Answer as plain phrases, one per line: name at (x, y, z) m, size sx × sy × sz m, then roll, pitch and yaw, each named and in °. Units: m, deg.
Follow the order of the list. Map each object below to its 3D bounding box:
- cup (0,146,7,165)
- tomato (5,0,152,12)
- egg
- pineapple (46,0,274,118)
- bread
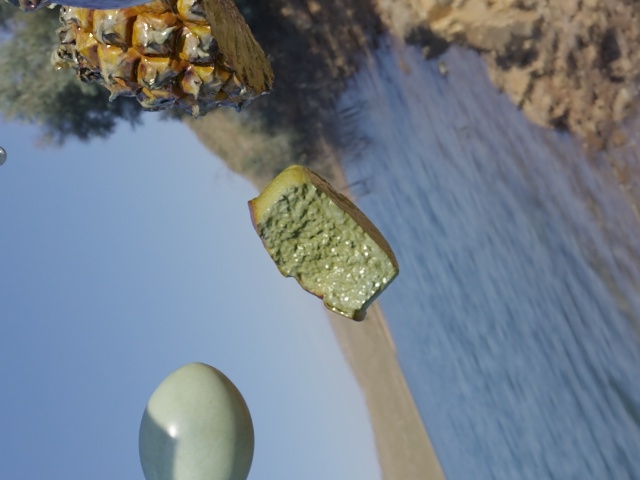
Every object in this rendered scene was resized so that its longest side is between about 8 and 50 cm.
cup at (-0.580, -0.095, 1.436) m, size 0.173 × 0.299 × 0.168 m, roll 16°, pitch 116°, yaw 55°
tomato at (-0.161, -0.312, 0.685) m, size 0.321 × 0.321 × 0.322 m, roll -22°, pitch -90°, yaw -89°
egg at (-0.199, 0.323, 1.692) m, size 0.186 × 0.186 × 0.253 m, roll -87°, pitch -5°, yaw -87°
pineapple at (-0.250, -0.242, 1.376) m, size 0.344 × 0.286 × 0.209 m, roll 58°, pitch -160°, yaw -33°
bread at (0.002, -0.001, 1.003) m, size 0.156 × 0.086 × 0.125 m, roll 43°, pitch -168°, yaw -6°
